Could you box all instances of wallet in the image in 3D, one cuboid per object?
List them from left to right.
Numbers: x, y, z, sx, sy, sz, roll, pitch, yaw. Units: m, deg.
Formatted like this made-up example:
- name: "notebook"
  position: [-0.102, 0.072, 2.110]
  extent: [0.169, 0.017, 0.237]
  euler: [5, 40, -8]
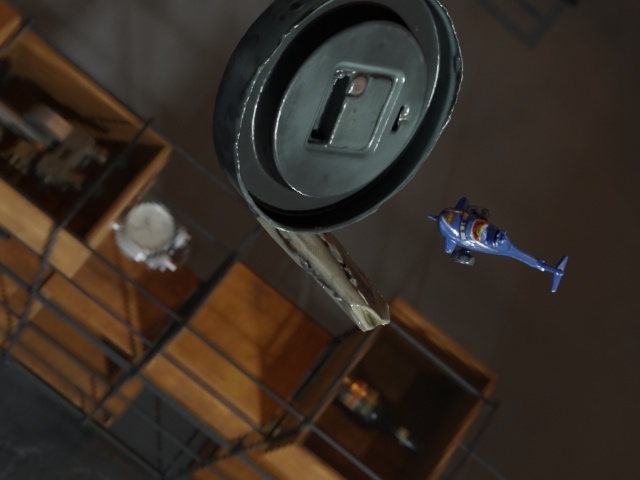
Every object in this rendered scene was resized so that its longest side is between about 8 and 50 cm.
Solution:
- name: "wallet"
  position: [-0.002, 0.002, 1.738]
  extent: [0.068, 0.335, 0.275]
  euler: [-39, -177, 10]

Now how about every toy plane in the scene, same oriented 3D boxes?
- name: "toy plane"
  position: [0.160, 0.005, 1.052]
  extent: [0.062, 0.167, 0.054]
  euler: [14, -97, 48]

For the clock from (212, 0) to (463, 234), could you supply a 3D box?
- name: "clock"
  position: [0.023, -0.160, 1.375]
  extent: [0.325, 0.067, 0.325]
  euler: [-24, 135, -27]
